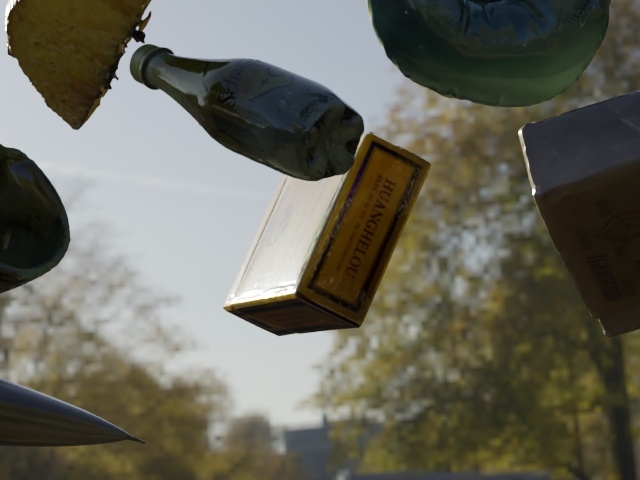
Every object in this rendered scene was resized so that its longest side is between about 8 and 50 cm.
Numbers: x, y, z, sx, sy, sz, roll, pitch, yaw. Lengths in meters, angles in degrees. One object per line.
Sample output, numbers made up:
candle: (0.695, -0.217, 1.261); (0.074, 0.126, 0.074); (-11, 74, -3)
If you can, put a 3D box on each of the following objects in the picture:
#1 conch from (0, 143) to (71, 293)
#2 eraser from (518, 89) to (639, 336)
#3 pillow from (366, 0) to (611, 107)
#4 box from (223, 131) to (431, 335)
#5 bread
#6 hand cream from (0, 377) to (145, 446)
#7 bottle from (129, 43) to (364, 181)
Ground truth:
conch: (-0.315, -0.034, 1.492); (0.187, 0.181, 0.124); (-18, 1, -45)
eraser: (0.286, -0.017, 1.653); (0.144, 0.078, 0.343); (-16, -28, 11)
pillow: (0.152, -0.227, 1.646); (0.233, 0.214, 0.086); (2, -3, -13)
box: (0.000, 0.000, 2.020); (0.084, 0.193, 0.301); (28, -13, -14)
bread: (-0.232, -0.242, 1.811); (0.147, 0.160, 0.260); (30, -30, -8)
hand cream: (-0.204, 0.101, 1.098); (0.186, 0.054, 0.087); (14, -8, -26)
bottle: (-0.076, -0.121, 1.589); (0.083, 0.083, 0.269); (4, 15, -46)
